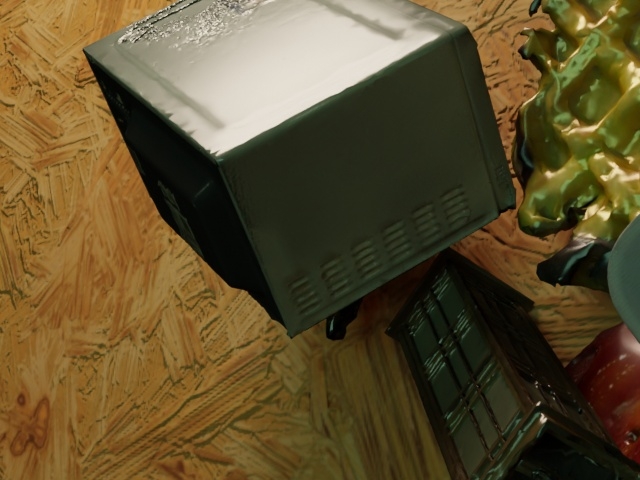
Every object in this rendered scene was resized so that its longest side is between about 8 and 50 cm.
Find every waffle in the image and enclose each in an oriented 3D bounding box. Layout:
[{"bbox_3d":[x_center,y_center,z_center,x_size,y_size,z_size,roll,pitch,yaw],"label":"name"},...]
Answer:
[{"bbox_3d":[0.298,-0.135,0.900,0.382,0.095,0.379,1,79,44],"label":"waffle"}]

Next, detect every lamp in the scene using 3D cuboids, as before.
[{"bbox_3d":[0.120,0.102,0.866,0.090,0.089,0.325,-56,13,12],"label":"lamp"}]

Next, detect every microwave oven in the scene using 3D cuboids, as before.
[{"bbox_3d":[-0.023,-0.085,1.036,0.237,0.181,0.295,-31,34,-14],"label":"microwave oven"}]

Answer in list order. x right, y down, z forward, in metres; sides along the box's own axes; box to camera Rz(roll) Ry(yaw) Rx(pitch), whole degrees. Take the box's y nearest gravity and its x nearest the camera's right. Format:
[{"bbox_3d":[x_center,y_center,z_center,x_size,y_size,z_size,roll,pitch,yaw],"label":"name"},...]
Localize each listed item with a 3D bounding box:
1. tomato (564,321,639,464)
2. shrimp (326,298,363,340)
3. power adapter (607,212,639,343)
[{"bbox_3d":[0.228,0.161,0.827,0.200,0.140,0.233,-48,15,18],"label":"tomato"},{"bbox_3d":[-0.002,-0.001,1.154,0.148,0.035,0.195,-2,64,37],"label":"shrimp"},{"bbox_3d":[0.257,0.043,0.669,0.124,0.255,0.187,-48,65,29],"label":"power adapter"}]
